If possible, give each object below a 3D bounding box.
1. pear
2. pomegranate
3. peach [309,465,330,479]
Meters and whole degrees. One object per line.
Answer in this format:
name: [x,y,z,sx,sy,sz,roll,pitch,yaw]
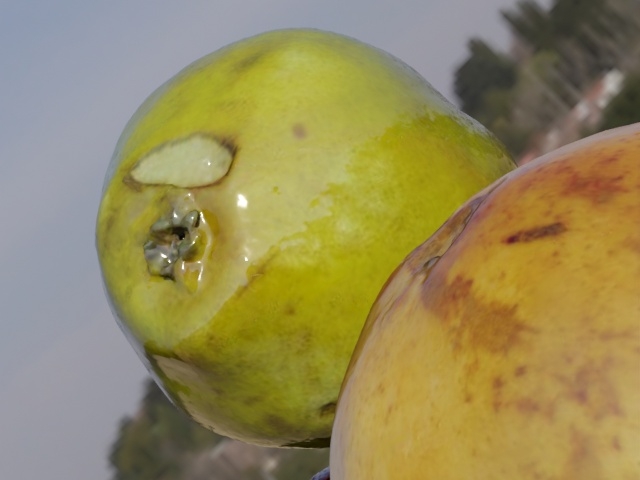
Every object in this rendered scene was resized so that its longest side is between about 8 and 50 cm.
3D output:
pear: [0.000,0.000,1.175,0.269,0.269,0.321,-47,-13,26]
pomegranate: [0.131,0.090,0.707,0.264,0.264,0.264,-45,-4,-4]
peach: [0.024,0.230,1.313,0.092,0.127,0.172,-46,-38,-27]
